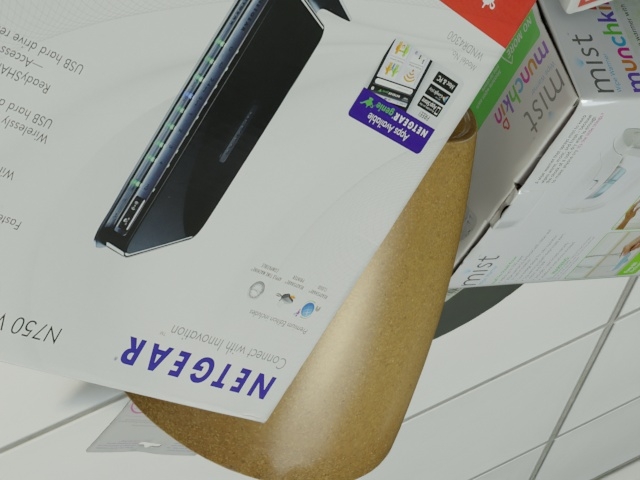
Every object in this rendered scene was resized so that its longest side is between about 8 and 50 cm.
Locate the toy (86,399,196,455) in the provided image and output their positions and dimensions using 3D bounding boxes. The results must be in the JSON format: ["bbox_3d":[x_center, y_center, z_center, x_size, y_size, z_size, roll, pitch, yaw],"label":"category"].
[{"bbox_3d":[-0.099,0.096,1.249,0.137,0.056,0.237,13,129,-48],"label":"toy"}]

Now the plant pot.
[{"bbox_3d":[0.000,0.000,0.988,0.237,0.237,0.254,-5,134,-43],"label":"plant pot"}]

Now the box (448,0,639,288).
[{"bbox_3d":[0.221,-0.078,1.106,0.231,0.126,0.262,-3,150,-22],"label":"box"}]

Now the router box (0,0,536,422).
[{"bbox_3d":[-0.072,-0.077,0.695,0.335,0.082,0.301,22,103,-51],"label":"router box"}]

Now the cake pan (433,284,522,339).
[{"bbox_3d":[0.113,0.022,1.342,0.293,0.054,0.293,-25,157,-11],"label":"cake pan"}]

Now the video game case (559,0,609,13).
[{"bbox_3d":[0.263,-0.256,0.862,0.204,0.025,0.285,-20,158,-13],"label":"video game case"}]
